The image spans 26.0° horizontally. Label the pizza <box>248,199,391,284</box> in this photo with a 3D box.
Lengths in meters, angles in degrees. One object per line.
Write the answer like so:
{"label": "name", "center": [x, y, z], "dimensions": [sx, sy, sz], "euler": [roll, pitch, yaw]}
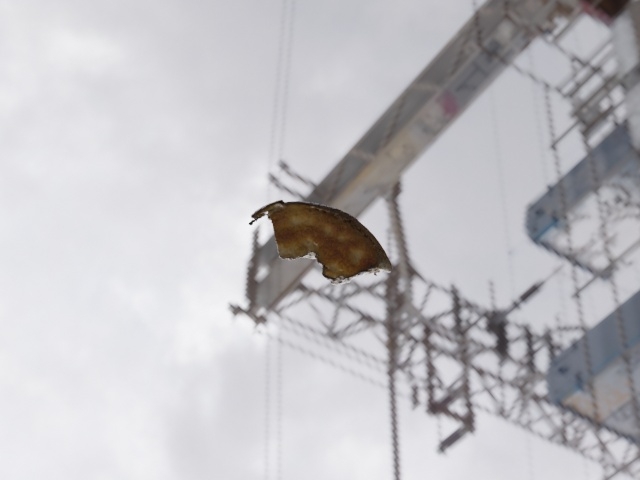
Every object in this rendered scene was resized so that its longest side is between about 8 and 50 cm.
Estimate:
{"label": "pizza", "center": [0.000, 0.000, 0.712], "dimensions": [0.083, 0.037, 0.016], "euler": [22, 172, 25]}
